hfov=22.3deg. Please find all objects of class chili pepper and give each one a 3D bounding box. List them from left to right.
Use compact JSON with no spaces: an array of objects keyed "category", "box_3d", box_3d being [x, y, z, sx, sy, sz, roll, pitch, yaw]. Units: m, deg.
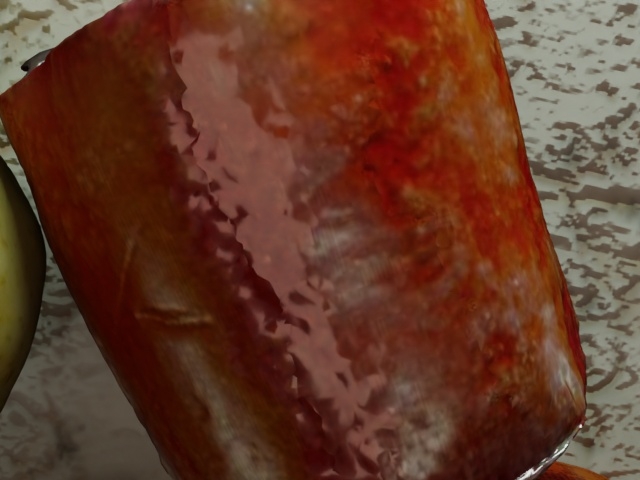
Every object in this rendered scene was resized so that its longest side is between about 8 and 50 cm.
[{"category":"chili pepper","box_3d":[0.000,0.000,0.853,0.251,0.229,0.305,-29,102,-30]}]

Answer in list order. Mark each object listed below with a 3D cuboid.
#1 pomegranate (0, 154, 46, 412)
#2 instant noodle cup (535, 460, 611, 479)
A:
[{"category":"pomegranate","box_3d":[-0.310,0.012,0.828,0.332,0.332,0.333,0,99,2]},{"category":"instant noodle cup","box_3d":[0.124,0.239,0.902,0.250,0.192,0.250,0,100,1]}]
